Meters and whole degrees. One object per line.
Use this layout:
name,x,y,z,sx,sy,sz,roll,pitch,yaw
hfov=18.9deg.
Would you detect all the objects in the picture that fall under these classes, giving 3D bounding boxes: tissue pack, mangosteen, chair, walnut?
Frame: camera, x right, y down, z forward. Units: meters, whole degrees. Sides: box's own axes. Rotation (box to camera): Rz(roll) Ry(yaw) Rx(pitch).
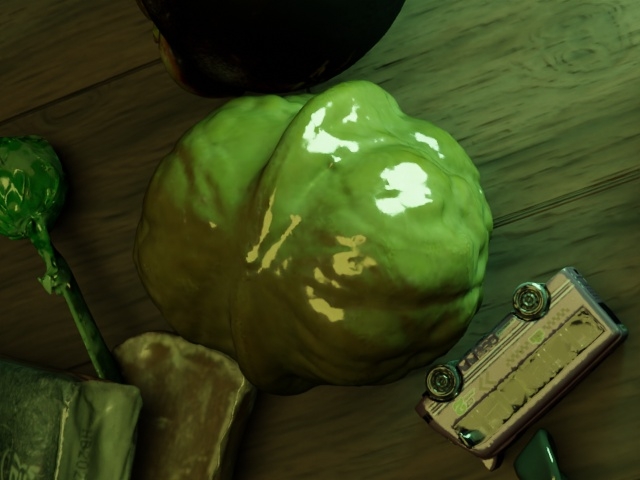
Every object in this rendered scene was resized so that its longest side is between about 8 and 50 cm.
tissue pack,-0.298,0.215,1.717,0.316,0.103,0.228,7,88,46
mangosteen,-0.060,-0.247,1.659,0.302,0.275,0.275,-33,73,47
chair,0.159,0.270,1.615,0.095,0.104,0.221,32,103,-7
walnut,0.002,0.001,1.590,0.282,0.277,0.253,43,112,13

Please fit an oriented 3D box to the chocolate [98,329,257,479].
chocolate,-0.138,0.211,1.725,0.157,0.080,0.254,13,85,32

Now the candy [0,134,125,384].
candy,-0.232,0.041,1.742,0.097,0.097,0.323,-35,66,14

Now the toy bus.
toy bus,0.169,0.107,1.620,0.178,0.087,0.098,-43,80,10
